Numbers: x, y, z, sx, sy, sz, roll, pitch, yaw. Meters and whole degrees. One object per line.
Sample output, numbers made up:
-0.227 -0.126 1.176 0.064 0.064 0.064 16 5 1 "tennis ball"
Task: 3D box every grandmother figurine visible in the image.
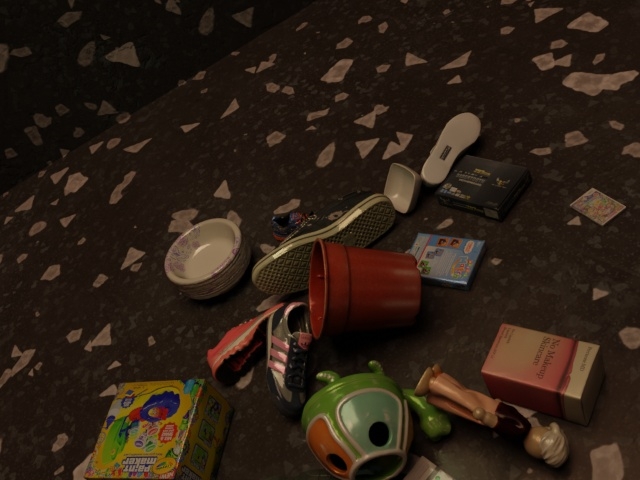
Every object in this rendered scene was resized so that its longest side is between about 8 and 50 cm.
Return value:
0.391 0.395 1.522 0.342 0.208 0.104 27 108 25 "grandmother figurine"

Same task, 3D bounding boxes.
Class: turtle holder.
0.121 0.449 1.598 0.243 0.320 0.227 -55 36 21 "turtle holder"

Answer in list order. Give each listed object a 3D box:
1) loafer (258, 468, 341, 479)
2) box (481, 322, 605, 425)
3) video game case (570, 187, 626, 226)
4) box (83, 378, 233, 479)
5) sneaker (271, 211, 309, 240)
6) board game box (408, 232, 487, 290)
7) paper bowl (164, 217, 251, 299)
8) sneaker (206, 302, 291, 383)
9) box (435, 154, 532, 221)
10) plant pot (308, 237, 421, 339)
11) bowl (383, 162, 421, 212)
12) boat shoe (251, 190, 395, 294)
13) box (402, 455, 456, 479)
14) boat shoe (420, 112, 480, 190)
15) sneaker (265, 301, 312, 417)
-0.036 0.612 1.632 0.268 0.084 0.096 -10 14 16 "loafer"
0.514 0.305 1.565 0.232 0.126 0.148 10 55 36 "box"
0.774 -0.094 1.891 0.087 0.011 0.122 -36 42 -7 "video game case"
-0.427 0.543 1.832 0.290 0.177 0.279 -8 47 23 "box"
-0.069 -0.056 2.275 0.221 0.087 0.083 -12 45 19 "sneaker"
0.354 0.058 1.961 0.212 0.039 0.160 8 54 35 "board game box"
-0.364 0.074 2.271 0.284 0.148 0.284 -16 43 16 "paper bowl"
-0.214 0.277 2.016 0.314 0.116 0.136 -39 38 -12 "sneaker"
0.498 -0.165 2.080 0.233 0.059 0.183 22 62 42 "box"
0.118 0.131 1.830 0.265 0.272 0.272 1 43 -10 "plant pot"
0.271 -0.169 2.174 0.053 0.141 0.142 -2 26 -30 "bowl"
0.000 0.000 2.120 0.500 0.186 0.156 -33 36 -11 "boat shoe"
0.255 0.590 1.503 0.145 0.038 0.186 -46 45 -16 "box"
0.416 -0.286 2.211 0.108 0.102 0.301 32 73 3 "boat shoe"
-0.075 0.314 1.842 0.131 0.112 0.318 -37 50 40 "sneaker"
